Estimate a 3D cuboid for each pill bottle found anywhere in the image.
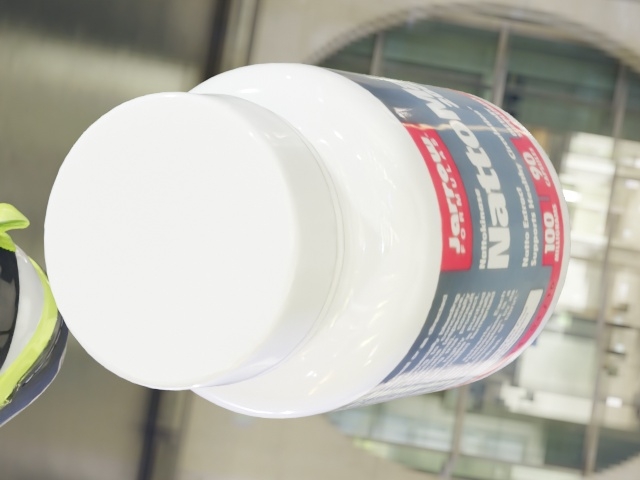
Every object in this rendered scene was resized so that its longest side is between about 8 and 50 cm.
[{"bbox_3d":[0.000,0.000,0.556,0.180,0.108,0.108,-2,103,-63],"label":"pill bottle"}]

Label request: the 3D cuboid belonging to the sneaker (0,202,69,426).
[{"bbox_3d":[-0.205,0.070,0.702,0.235,0.084,0.097,-45,148,-9],"label":"sneaker"}]
